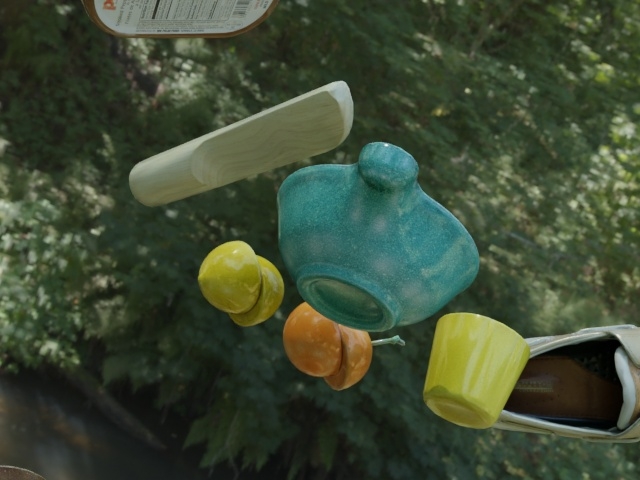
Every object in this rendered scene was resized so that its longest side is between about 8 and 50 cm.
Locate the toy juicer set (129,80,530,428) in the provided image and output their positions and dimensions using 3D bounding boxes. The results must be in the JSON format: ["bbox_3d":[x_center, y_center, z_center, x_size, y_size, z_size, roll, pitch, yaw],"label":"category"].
[{"bbox_3d":[0.000,0.000,0.557,0.209,0.089,0.329,6,-33,33],"label":"toy juicer set"}]

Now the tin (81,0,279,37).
[{"bbox_3d":[-0.116,-0.223,0.745,0.190,0.106,0.040,-9,55,-33],"label":"tin"}]

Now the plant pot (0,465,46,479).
[{"bbox_3d":[-0.161,0.270,0.415,0.230,0.215,0.215,39,16,29],"label":"plant pot"}]

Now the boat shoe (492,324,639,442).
[{"bbox_3d":[0.270,0.128,0.748,0.302,0.113,0.103,-9,-4,12],"label":"boat shoe"}]
